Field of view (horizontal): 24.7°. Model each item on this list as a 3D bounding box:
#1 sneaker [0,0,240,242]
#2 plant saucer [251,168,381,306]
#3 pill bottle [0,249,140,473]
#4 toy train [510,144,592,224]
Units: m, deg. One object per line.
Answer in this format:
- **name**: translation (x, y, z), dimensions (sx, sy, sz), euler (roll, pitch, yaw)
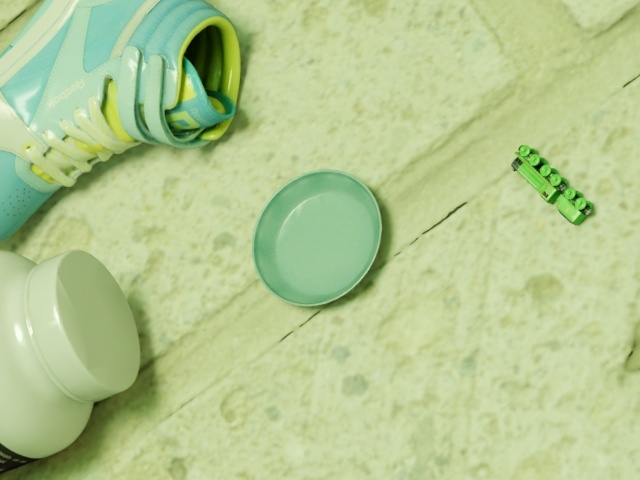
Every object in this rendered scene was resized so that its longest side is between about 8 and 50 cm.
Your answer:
- **sneaker**: translation (-0.197, -0.101, 1.291), dimensions (0.208, 0.127, 0.319), euler (33, 90, 33)
- **plant saucer**: translation (0.000, 0.000, 1.216), dimensions (0.119, 0.021, 0.119), euler (-9, 68, 24)
- **pill bottle**: translation (-0.322, 0.122, 1.241), dimensions (0.323, 0.181, 0.181), euler (-21, 64, 19)
- **toy train**: translation (0.180, -0.044, 1.145), dimensions (0.023, 0.017, 0.083), euler (-51, 58, 15)
